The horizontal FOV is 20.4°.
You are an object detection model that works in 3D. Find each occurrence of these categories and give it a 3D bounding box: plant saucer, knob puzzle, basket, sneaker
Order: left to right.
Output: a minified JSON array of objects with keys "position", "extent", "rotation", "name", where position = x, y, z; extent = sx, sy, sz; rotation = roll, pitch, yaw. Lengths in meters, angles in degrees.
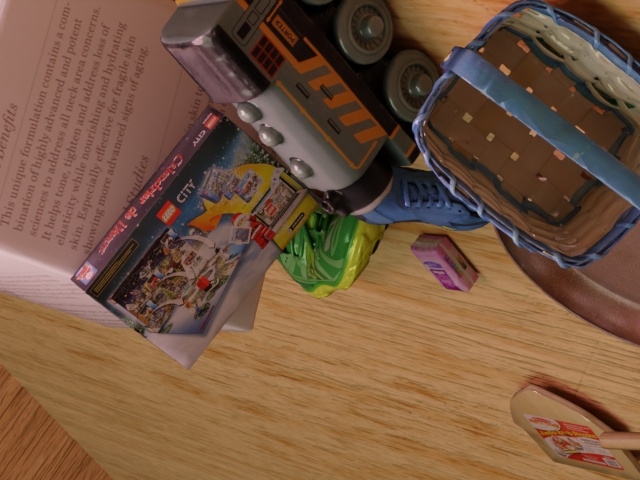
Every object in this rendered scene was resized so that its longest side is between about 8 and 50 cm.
[{"position":[0.000,0.000,2.275],"extent":[0.123,0.109,0.295],"rotation":[33,158,-8],"name":"sneaker"},{"position":[0.120,-0.052,1.972],"extent":[0.209,0.069,0.082],"rotation":[6,167,-39],"name":"sneaker"},{"position":[0.209,-0.099,1.623],"extent":[0.254,0.201,0.289],"rotation":[37,-171,-11],"name":"basket"},{"position":[0.340,0.250,2.425],"extent":[0.213,0.030,0.213],"rotation":[29,158,13],"name":"knob puzzle"},{"position":[0.332,0.018,1.939],"extent":[0.310,0.050,0.310],"rotation":[28,156,13],"name":"plant saucer"}]

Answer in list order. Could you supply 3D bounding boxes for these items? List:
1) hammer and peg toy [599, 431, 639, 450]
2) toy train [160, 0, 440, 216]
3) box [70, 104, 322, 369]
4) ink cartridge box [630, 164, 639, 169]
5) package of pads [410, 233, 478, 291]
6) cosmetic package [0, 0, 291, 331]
[{"position":[0.514,0.287,2.138],"extent":[0.266,0.127,0.361],"rotation":[12,149,46],"name":"hammer and peg toy"},{"position":[-0.014,-0.176,1.829],"extent":[0.142,0.190,0.334],"rotation":[5,144,51],"name":"toy train"},{"position":[-0.128,-0.002,1.865],"extent":[0.159,0.233,0.044],"rotation":[41,176,-32],"name":"box"},{"position":[0.466,-0.007,1.693],"extent":[0.275,0.060,0.239],"rotation":[43,157,-22],"name":"ink cartridge box"},{"position":[0.154,0.027,2.222],"extent":[0.050,0.032,0.083],"rotation":[8,147,52],"name":"package of pads"},{"position":[-0.278,-0.103,2.014],"extent":[0.393,0.329,0.327],"rotation":[22,167,-32],"name":"cosmetic package"}]
